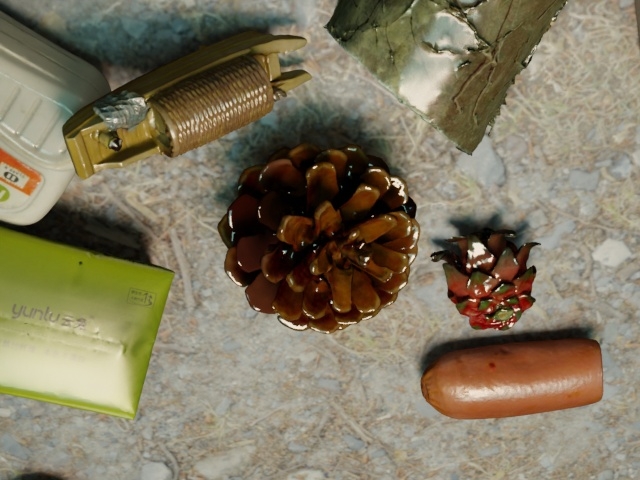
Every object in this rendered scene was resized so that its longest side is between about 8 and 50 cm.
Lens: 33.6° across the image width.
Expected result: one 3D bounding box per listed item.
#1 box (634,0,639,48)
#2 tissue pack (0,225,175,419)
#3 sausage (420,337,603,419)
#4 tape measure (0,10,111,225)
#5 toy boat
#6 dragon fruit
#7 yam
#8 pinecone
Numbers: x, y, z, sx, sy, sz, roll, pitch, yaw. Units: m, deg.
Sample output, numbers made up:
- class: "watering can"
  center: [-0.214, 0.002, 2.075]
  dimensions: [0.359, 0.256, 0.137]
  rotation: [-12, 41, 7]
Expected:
- class: "box"
  center: [0.380, -0.271, 1.194]
  dimensions: [0.044, 0.142, 0.285]
  rotation: [-13, 124, 8]
- class: "tissue pack"
  center: [-0.354, 0.095, 1.352]
  dimensions: [0.274, 0.167, 0.200]
  rotation: [16, 88, -22]
- class: "sausage"
  center: [0.275, 0.202, 1.540]
  dimensions: [0.259, 0.114, 0.114]
  rotation: [-7, 125, 2]
- class: "tape measure"
  center: [-0.396, -0.159, 1.252]
  dimensions: [0.258, 0.130, 0.265]
  rotation: [29, 124, -21]
- class: "toy boat"
  center: [-0.143, -0.156, 1.205]
  dimensions: [0.310, 0.115, 0.089]
  rotation: [-28, 133, -27]
- class: "dragon fruit"
  center: [0.227, 0.052, 1.431]
  dimensions: [0.130, 0.121, 0.142]
  rotation: [-8, 102, -35]
- class: "yam"
  center: [0.168, -0.280, 1.128]
  dimensions: [0.241, 0.241, 0.348]
  rotation: [25, 115, -18]
- class: "pinecone"
  center: [0.006, -0.008, 1.304]
  dimensions: [0.264, 0.264, 0.264]
  rotation: [-1, 125, -2]
